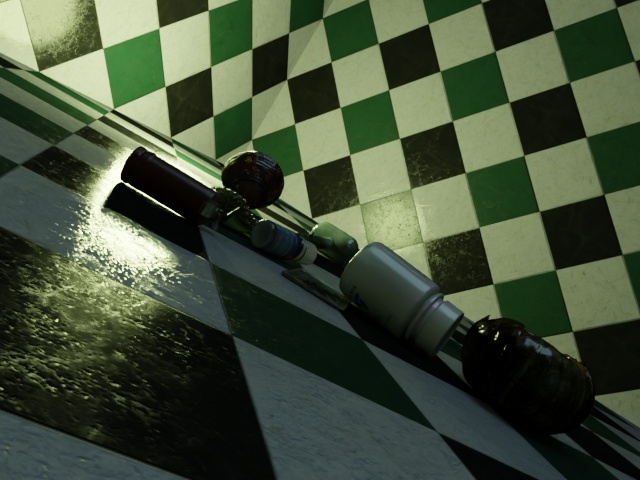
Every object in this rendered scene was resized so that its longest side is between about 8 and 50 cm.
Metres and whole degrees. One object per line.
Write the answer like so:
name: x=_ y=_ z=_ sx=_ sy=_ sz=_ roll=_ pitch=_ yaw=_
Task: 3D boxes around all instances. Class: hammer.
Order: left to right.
hammer: x=0.000 y=0.000 z=2.303 sx=0.206 sy=0.119 sz=0.335 roll=32 pitch=10 yaw=29

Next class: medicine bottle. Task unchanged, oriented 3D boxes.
medicine bottle: x=-0.094 y=0.010 z=1.636 sx=0.083 sy=0.083 sz=0.203 roll=35 pitch=6 yaw=40
medicine bottle: x=0.203 y=0.145 z=1.519 sx=0.293 sy=0.170 sz=0.170 roll=37 pitch=6 yaw=22

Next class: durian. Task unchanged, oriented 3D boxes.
durian: x=-0.246 y=-0.086 z=1.647 sx=0.221 sy=0.095 sz=0.137 roll=36 pitch=3 yaw=-21

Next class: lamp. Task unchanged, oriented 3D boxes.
lamp: x=-0.256 y=-0.231 z=2.315 sx=0.247 sy=0.247 sz=0.247 roll=31 pitch=4 yaw=-3

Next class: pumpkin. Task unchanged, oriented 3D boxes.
pumpkin: x=0.472 y=0.309 z=1.400 sx=0.320 sy=0.192 sz=0.320 roll=32 pitch=2 yaw=-1

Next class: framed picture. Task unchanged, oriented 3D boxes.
framed picture: x=-0.003 y=0.118 z=1.516 sx=0.173 sy=0.010 sz=0.231 roll=32 pitch=5 yaw=6

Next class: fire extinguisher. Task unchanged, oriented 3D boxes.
fire extinguisher: x=-0.314 y=-0.113 z=1.394 sx=0.269 sy=0.104 sz=0.105 roll=31 pitch=4 yaw=0
